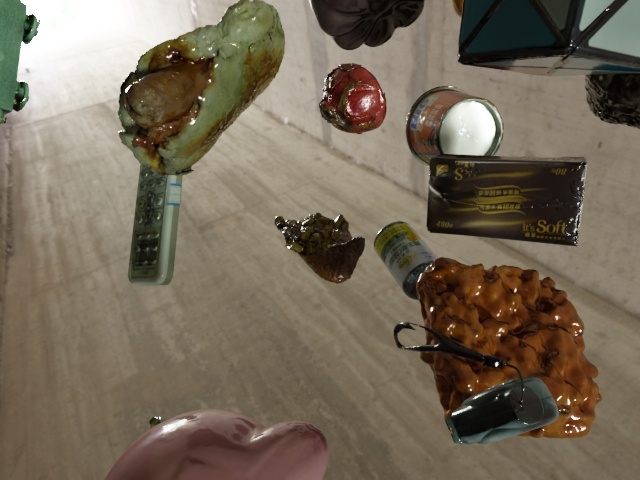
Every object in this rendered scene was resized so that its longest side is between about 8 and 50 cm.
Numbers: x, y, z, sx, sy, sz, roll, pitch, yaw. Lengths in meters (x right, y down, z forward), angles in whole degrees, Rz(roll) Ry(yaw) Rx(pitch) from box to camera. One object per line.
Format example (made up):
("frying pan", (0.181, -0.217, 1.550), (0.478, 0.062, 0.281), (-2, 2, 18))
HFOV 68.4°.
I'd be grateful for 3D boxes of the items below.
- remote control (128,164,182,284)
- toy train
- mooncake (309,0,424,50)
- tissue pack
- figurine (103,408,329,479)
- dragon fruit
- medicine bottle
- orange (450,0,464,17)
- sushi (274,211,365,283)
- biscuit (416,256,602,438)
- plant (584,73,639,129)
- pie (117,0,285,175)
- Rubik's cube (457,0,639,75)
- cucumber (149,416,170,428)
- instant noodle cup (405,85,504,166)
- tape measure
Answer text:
("remote control", (-0.369, -0.064, 1.082), (0.128, 0.065, 0.335), (-4, -102, 32))
("toy train", (-0.606, -0.331, 0.870), (0.157, 0.105, 0.253), (-4, -98, 37))
("mooncake", (0.121, -0.586, 1.082), (0.306, 0.306, 0.154), (126, -51, -67))
("tissue pack", (0.475, -0.114, 1.208), (0.370, 0.198, 0.210), (6, -78, 25))
("figurine", (-0.133, 0.298, 0.480), (0.211, 0.261, 0.269), (19, -48, 20))
("dragon fruit", (0.073, -0.396, 1.406), (0.218, 0.148, 0.224), (50, -26, -8))
("medicine bottle", (0.279, 0.077, 1.406), (0.293, 0.141, 0.141), (-120, -161, -45))
("orange", (0.398, -0.609, 1.145), (0.159, 0.136, 0.159), (31, -17, 10))
("sushi", (-0.003, 0.000, 1.210), (0.179, 0.167, 0.296), (66, -6, -29))
("biscuit", (0.329, 0.186, 0.828), (0.110, 0.312, 0.318), (114, -24, -50))
("plant", (0.692, -0.334, 0.979), (0.213, 0.312, 0.215), (42, -70, 38))
("pie", (-0.150, -0.200, 0.641), (0.105, 0.274, 0.257), (41, -16, 0))
("Rubik's cube", (0.406, -0.410, 0.768), (0.248, 0.250, 0.246), (-149, -120, -60))
("cucumber", (-0.373, 0.579, 1.214), (0.145, 0.105, 0.325), (32, 13, -34))
("instant noodle cup", (0.454, -0.367, 1.576), (0.214, 0.296, 0.296), (-119, -169, -70))
("tape measure", (0.177, 0.144, 0.541), (0.104, 0.107, 0.180), (-52, -128, 24))
